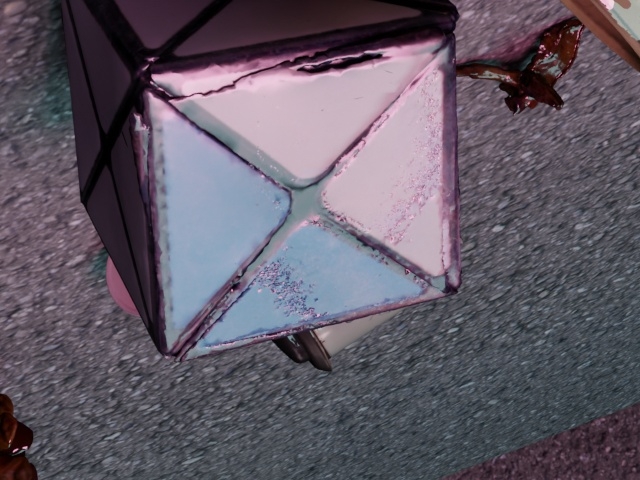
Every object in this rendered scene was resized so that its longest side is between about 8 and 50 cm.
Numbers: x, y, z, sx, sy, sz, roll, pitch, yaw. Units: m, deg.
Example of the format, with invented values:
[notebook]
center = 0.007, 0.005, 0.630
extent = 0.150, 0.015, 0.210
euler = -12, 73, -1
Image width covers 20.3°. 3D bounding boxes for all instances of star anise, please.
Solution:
[star anise]
center = 0.229, -0.213, 2.167
extent = 0.158, 0.144, 0.140
euler = -41, -162, 50

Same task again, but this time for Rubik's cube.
[Rubik's cube]
center = -0.051, -0.105, 1.624
extent = 0.307, 0.310, 0.305
euler = -12, 123, -16

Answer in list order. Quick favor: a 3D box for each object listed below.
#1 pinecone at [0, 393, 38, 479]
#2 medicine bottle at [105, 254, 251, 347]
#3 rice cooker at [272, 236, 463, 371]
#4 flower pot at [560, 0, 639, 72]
[pinecone]
center = -0.492, 0.302, 2.335
extent = 0.264, 0.264, 0.264
euler = -21, 157, -9
[medicine bottle]
center = -0.155, 0.056, 2.254
extent = 0.133, 0.133, 0.249
euler = -32, 156, 17
[rice cooker]
center = 0.000, 0.000, 2.106
extent = 0.316, 0.317, 0.264
euler = -28, 120, 7
[flower pot]
center = 0.309, -0.329, 1.688
extent = 0.244, 0.307, 0.307
euler = -45, 154, 7
